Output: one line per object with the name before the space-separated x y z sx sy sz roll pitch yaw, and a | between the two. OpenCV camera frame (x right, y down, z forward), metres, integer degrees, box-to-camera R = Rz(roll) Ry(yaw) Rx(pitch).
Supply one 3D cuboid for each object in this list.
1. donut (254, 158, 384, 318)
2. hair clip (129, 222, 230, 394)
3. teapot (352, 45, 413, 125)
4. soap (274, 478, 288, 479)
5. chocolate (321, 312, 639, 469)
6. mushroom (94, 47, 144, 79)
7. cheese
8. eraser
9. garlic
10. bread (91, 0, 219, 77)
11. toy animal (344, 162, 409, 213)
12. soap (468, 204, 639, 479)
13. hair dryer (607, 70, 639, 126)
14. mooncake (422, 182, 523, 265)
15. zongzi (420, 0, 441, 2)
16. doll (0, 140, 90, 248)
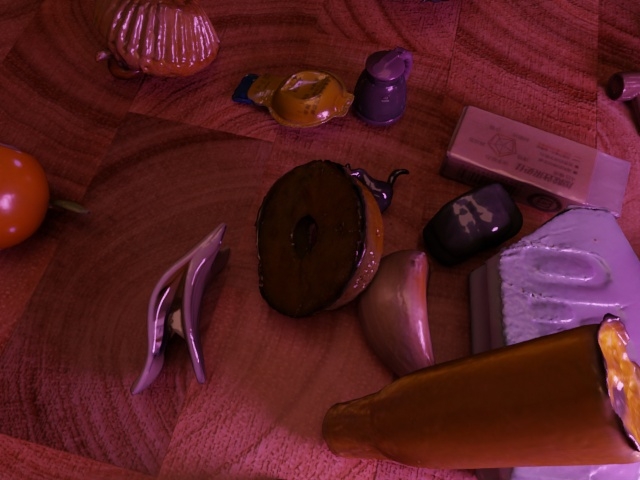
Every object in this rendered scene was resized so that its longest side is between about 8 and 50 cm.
donut | 0.000 0.000 0.913 0.271 0.107 0.272 -13 70 37
hair clip | -0.229 0.117 0.885 0.113 0.172 0.283 9 75 -5
teapot | 0.141 -0.325 1.105 0.148 0.146 0.116 -19 65 -10
soap | -0.183 0.463 0.745 0.314 0.091 0.200 -7 63 -5
chocolate | 0.191 0.227 0.724 0.445 0.162 0.162 -24 56 38
mushroom | -0.441 -0.392 1.167 0.129 0.072 0.088 -18 76 -48
cheese | -0.061 -0.313 1.141 0.270 0.069 0.177 15 62 18
eraser | 0.423 -0.146 1.060 0.343 0.078 0.144 22 66 9
garlic | 0.148 0.128 0.905 0.164 0.145 0.245 10 62 -31
bread | -0.348 -0.473 1.145 0.273 0.149 0.274 13 46 -14
toy animal | 0.074 -0.064 1.024 0.148 0.084 0.233 35 67 3
soap | 0.387 0.163 0.864 0.261 0.156 0.447 5 63 2
hair dryer | 0.702 -0.283 1.147 0.117 0.064 0.182 -2 72 -4
mooncake | 0.278 -0.024 0.977 0.175 0.168 0.104 -33 76 19
zongzi | 0.272 -0.759 1.324 0.403 0.208 0.432 35 50 26
doll | -0.567 -0.074 0.966 0.235 0.213 0.214 14 54 -42
